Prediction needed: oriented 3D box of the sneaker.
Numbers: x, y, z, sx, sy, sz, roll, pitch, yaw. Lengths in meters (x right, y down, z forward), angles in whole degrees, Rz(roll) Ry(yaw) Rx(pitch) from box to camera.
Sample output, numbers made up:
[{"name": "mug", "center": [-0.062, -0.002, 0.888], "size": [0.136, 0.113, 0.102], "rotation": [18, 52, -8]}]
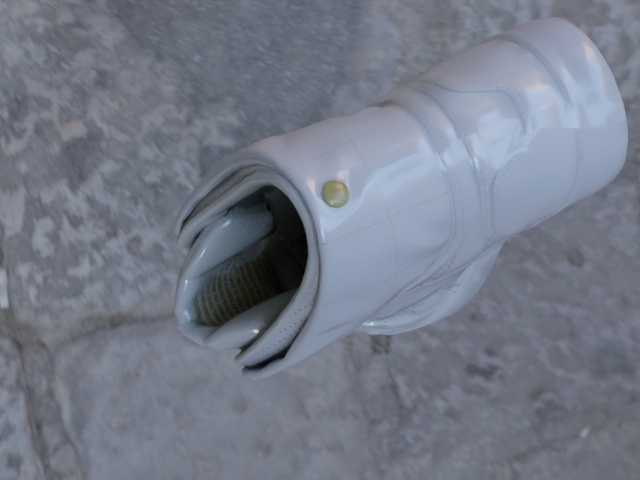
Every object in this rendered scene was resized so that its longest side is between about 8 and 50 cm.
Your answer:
[{"name": "sneaker", "center": [0.000, 0.000, 0.654], "size": [0.169, 0.292, 0.108], "rotation": [-24, 80, -21]}]
